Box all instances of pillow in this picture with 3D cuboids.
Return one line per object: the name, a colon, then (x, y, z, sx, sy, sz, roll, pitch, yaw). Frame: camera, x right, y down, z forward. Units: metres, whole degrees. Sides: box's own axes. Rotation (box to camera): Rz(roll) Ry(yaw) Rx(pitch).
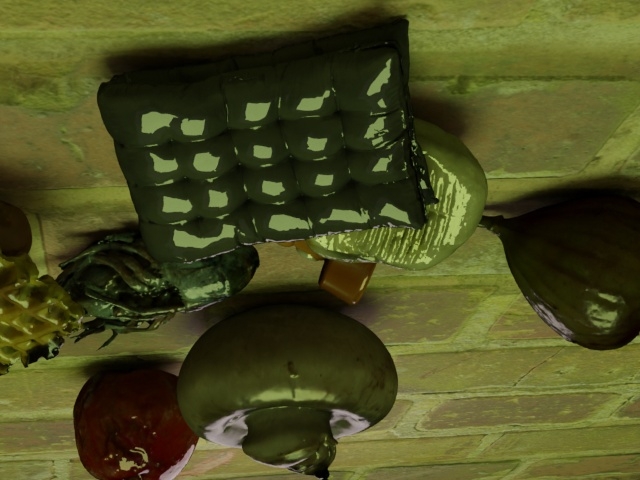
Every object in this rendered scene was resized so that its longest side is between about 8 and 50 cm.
pillow: (-0.050, -0.098, 1.182, 0.326, 0.101, 0.228, -7, 124, 8)

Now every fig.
fig: (0.312, 0.016, 1.546, 0.321, 0.217, 0.217, 21, 153, -2)

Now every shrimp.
shrimp: (-0.269, 0.044, 1.522, 0.372, 0.137, 0.172, -14, 120, -1)

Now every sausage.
sausage: (-0.475, 0.043, 1.472, 0.112, 0.112, 0.328, 10, 150, -33)

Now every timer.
timer: (0.000, 0.000, 1.509, 0.152, 0.132, 0.132, 22, 153, -3)

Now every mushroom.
mushroom: (-0.053, 0.264, 1.840, 0.362, 0.294, 0.362, -4, 158, -2)

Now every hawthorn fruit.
hawthorn fruit: (-0.336, 0.367, 2.040, 0.242, 0.271, 0.242, 1, 164, 0)

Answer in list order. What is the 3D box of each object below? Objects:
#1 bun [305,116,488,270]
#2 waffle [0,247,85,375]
bun: (0.082, -0.061, 1.341, 0.229, 0.145, 0.229, 2, 123, 4)
waffle: (-0.447, 0.080, 1.377, 0.307, 0.060, 0.312, 21, 144, -12)
